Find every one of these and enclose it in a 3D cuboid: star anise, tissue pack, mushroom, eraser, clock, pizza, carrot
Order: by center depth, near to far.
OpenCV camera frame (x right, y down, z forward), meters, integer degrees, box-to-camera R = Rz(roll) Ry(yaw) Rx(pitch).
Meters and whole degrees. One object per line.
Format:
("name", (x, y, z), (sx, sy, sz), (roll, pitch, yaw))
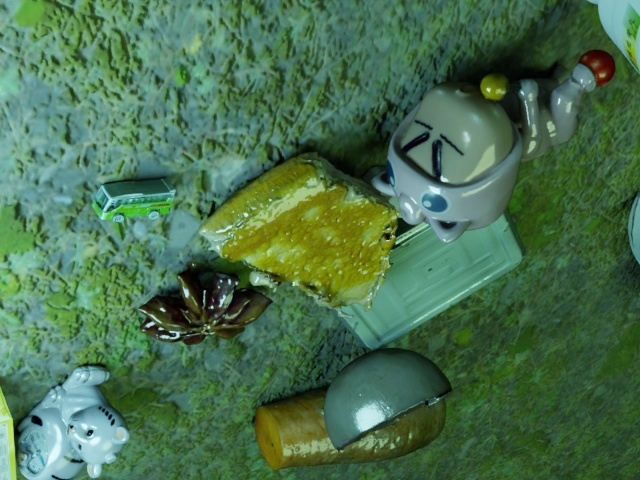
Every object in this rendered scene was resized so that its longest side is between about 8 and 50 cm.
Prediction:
("pizza", (0.000, 0.000, 1.645), (0.189, 0.071, 0.297), (-40, 137, 14))
("tissue pack", (-0.420, 0.245, 1.673), (0.095, 0.062, 0.176), (-16, 149, -20))
("star anise", (-0.140, 0.086, 1.674), (0.167, 0.057, 0.168), (-8, 143, -6))
("eraser", (0.087, -0.058, 1.705), (0.105, 0.026, 0.065), (2, 135, -43))
("clock", (-0.306, 0.251, 1.730), (0.080, 0.117, 0.176), (10, 132, -49))
("mushroom", (0.085, 0.212, 1.953), (0.188, 0.117, 0.141), (-25, -179, 10))
("carrot", (0.054, 0.274, 2.088), (0.301, 0.139, 0.139), (-11, 146, -31))

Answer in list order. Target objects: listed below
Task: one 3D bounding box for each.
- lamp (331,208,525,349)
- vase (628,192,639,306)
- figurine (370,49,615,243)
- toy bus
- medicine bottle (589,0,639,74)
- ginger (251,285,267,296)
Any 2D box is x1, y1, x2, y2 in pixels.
("lamp", (0.136, 0.032, 1.867), (0.266, 0.047, 0.269), (-32, 152, 4))
("vase", (0.612, 0.058, 2.175), (0.250, 0.250, 0.445), (-34, 147, 7))
("figurine", (0.191, -0.132, 1.583), (0.287, 0.176, 0.186), (-32, 134, -10))
("toy bus", (-0.196, -0.043, 1.465), (0.083, 0.031, 0.037), (-7, 136, -36))
("medicine bottle", (0.382, -0.207, 1.436), (0.124, 0.324, 0.179), (-29, 148, -2))
("ginger", (-0.102, 0.090, 1.760), (0.048, 0.030, 0.097), (-40, 169, -49))
